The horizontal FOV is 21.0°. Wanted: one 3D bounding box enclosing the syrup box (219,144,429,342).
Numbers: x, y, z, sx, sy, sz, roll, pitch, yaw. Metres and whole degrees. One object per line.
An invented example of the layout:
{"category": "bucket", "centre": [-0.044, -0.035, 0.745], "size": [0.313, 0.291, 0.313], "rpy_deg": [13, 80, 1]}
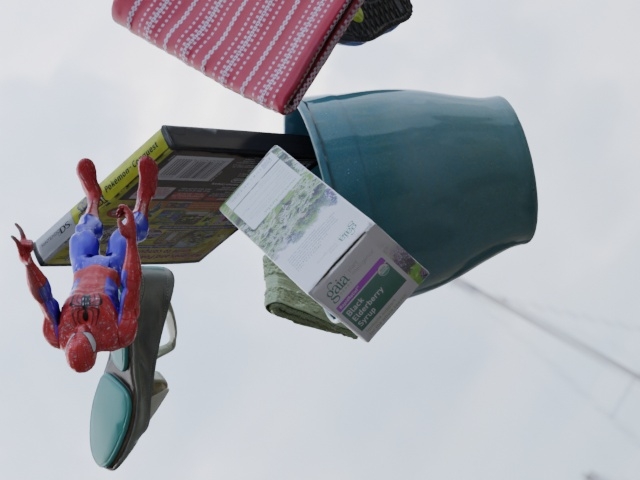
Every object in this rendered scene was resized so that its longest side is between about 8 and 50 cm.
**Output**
{"category": "syrup box", "centre": [0.000, 0.000, 1.720], "size": [0.093, 0.237, 0.096], "rpy_deg": [-49, -56, 0]}

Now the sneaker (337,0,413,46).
{"category": "sneaker", "centre": [0.037, -0.275, 2.177], "size": [0.082, 0.069, 0.209], "rpy_deg": [-22, 3, 34]}

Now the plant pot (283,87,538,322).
{"category": "plant pot", "centre": [0.110, -0.062, 2.034], "size": [0.255, 0.271, 0.271], "rpy_deg": [-12, -35, -8]}

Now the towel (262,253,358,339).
{"category": "towel", "centre": [-0.011, 0.073, 2.344], "size": [0.027, 0.148, 0.110], "rpy_deg": [-52, 30, 38]}

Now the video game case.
{"category": "video game case", "centre": [-0.161, -0.048, 2.011], "size": [0.248, 0.035, 0.275], "rpy_deg": [-38, -22, 32]}

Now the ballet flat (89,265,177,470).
{"category": "ballet flat", "centre": [-0.166, 0.120, 1.595], "size": [0.068, 0.072, 0.213], "rpy_deg": [-9, -58, -32]}

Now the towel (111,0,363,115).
{"category": "towel", "centre": [-0.063, -0.235, 1.497], "size": [0.031, 0.275, 0.199], "rpy_deg": [31, -89, -46]}

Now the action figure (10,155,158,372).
{"category": "action figure", "centre": [-0.197, -0.007, 1.494], "size": [0.280, 0.091, 0.139], "rpy_deg": [-89, -6, -51]}
